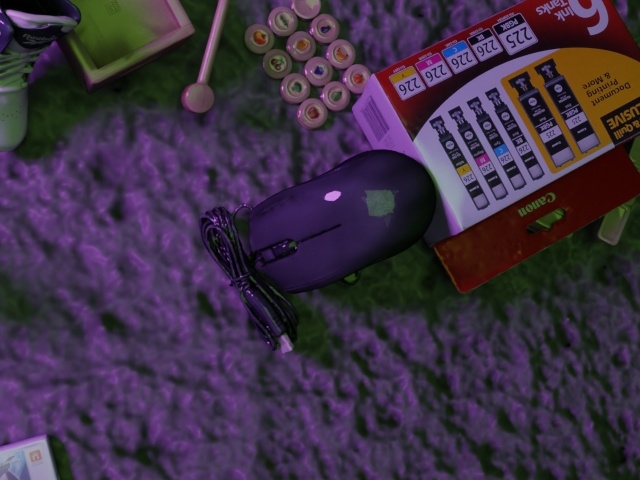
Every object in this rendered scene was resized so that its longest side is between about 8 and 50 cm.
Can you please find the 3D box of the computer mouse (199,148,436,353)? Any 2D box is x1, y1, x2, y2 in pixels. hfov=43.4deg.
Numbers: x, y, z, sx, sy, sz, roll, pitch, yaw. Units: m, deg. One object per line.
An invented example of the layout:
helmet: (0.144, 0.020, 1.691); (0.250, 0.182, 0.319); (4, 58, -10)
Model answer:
computer mouse: (0.000, 0.000, 0.884); (0.272, 0.072, 0.188); (-29, 93, 19)

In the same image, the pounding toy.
pounding toy: (-0.190, -0.229, 0.898); (0.181, 0.094, 0.206); (-32, 103, -16)

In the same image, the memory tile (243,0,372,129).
memory tile: (-0.013, -0.221, 0.981); (0.113, 0.012, 0.148); (-38, 98, -12)

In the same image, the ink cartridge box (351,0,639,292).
ink cartridge box: (0.243, -0.125, 0.961); (0.310, 0.130, 0.271); (-29, 86, -12)

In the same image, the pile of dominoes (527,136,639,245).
pile of dominoes: (0.332, -0.125, 1.061); (0.196, 0.040, 0.251); (26, 77, -3)

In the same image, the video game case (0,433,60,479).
video game case: (-0.376, 0.327, 0.872); (0.201, 0.023, 0.183); (-14, 92, -14)

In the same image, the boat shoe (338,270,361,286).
boat shoe: (0.021, -0.007, 0.972); (0.049, 0.042, 0.132); (-17, 95, -16)

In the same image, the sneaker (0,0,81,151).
sneaker: (-0.306, -0.189, 0.799); (0.094, 0.153, 0.234); (-23, 125, -49)
